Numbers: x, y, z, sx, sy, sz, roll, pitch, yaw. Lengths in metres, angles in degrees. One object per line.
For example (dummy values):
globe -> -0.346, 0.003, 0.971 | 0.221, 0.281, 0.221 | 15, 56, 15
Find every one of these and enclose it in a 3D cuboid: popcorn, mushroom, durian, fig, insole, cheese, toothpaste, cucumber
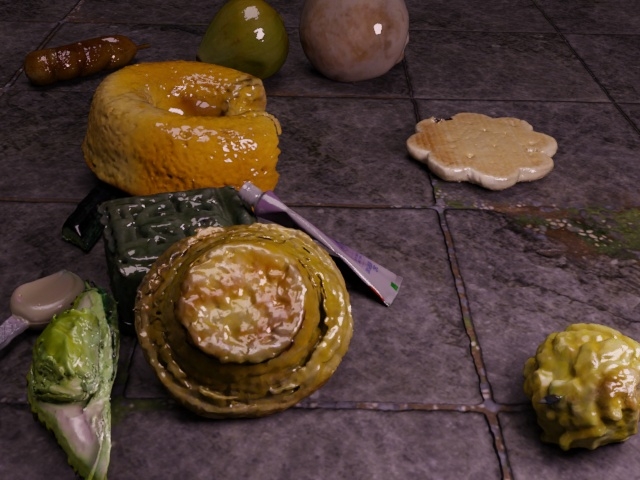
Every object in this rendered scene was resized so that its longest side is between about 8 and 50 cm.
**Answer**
popcorn -> 0.337, 0.189, 0.919 | 0.174, 0.142, 0.173 | -8, 59, 13
mushroom -> 0.101, -0.545, 1.851 | 0.298, 0.297, 0.290 | 23, 13, 27
durian -> -0.321, 0.162, 0.949 | 0.107, 0.132, 0.375 | 12, 38, -28
fig -> -0.187, -0.485, 1.806 | 0.207, 0.230, 0.207 | 33, 7, -4
insole -> -0.012, 0.046, 1.121 | 0.232, 0.003, 0.080 | 6, 40, -49
cheese -> -0.431, 0.103, 1.079 | 0.171, 0.047, 0.092 | -29, 44, -35
toothpaste -> 0.000, 0.000, 1.157 | 0.301, 0.048, 0.075 | 33, 11, -3
cucumber -> -0.409, -0.058, 1.316 | 0.071, 0.046, 0.220 | 2, 33, 12

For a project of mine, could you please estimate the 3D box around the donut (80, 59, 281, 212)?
donut -> -0.267, -0.222, 1.407 | 0.378, 0.163, 0.435 | 0, 35, -17

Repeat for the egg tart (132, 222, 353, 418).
egg tart -> -0.098, 0.093, 0.947 | 0.294, 0.123, 0.293 | 2, 71, -6

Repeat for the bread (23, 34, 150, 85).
bread -> -0.592, -0.475, 1.859 | 0.344, 0.083, 0.124 | -26, 44, -34

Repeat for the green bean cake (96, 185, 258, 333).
green bean cake -> -0.212, 0.017, 1.147 | 0.255, 0.132, 0.241 | -8, 33, -15

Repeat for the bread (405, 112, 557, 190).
bread -> 0.339, -0.191, 1.523 | 0.316, 0.054, 0.316 | 1, 34, -1
